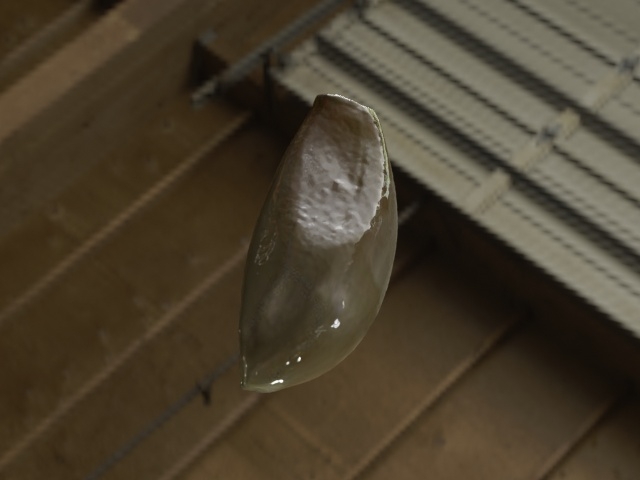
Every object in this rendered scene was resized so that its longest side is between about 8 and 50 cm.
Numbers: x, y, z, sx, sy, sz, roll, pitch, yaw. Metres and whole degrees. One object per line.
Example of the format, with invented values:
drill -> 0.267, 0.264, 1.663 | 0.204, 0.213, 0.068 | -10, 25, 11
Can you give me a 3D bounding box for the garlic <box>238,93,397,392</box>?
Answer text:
garlic -> 0.006, 0.006, 1.572 | 0.112, 0.143, 0.318 | -24, -138, 40
